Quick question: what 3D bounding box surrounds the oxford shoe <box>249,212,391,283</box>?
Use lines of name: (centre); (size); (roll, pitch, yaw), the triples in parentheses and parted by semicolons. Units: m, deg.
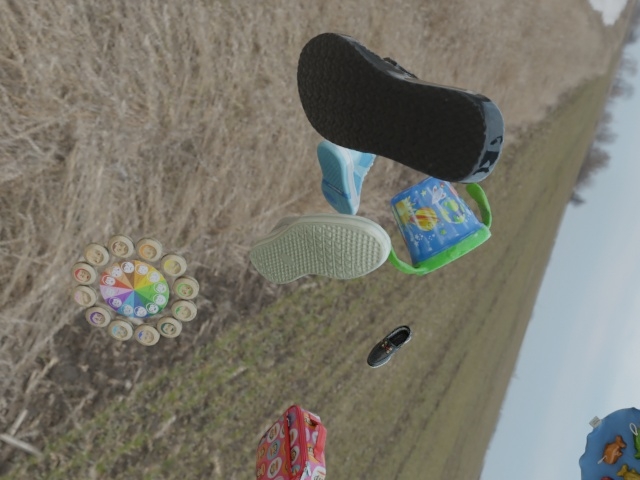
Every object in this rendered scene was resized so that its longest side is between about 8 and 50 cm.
oxford shoe: (0.000, 0.000, 1.650); (0.130, 0.449, 0.169); (-44, 107, -30)

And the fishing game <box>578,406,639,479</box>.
fishing game: (0.442, 0.326, 1.080); (0.264, 0.041, 0.189); (-62, -150, 14)

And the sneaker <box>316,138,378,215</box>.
sneaker: (0.105, -0.202, 1.989); (0.208, 0.127, 0.319); (-44, 158, -19)

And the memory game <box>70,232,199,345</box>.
memory game: (-0.262, 0.071, 1.063); (0.012, 0.186, 0.186); (-84, -179, -60)

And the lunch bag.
lunch bag: (-0.076, 0.638, 2.222); (0.258, 0.120, 0.293); (-48, -156, 20)

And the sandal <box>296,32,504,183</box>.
sandal: (0.115, -0.202, 1.184); (0.107, 0.446, 0.167); (-3, 119, -41)

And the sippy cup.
sippy cup: (0.308, -0.055, 2.057); (0.240, 0.224, 0.305); (-31, 180, 32)

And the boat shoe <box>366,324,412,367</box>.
boat shoe: (0.162, 0.249, 1.793); (0.133, 0.049, 0.042); (-38, 157, -13)
